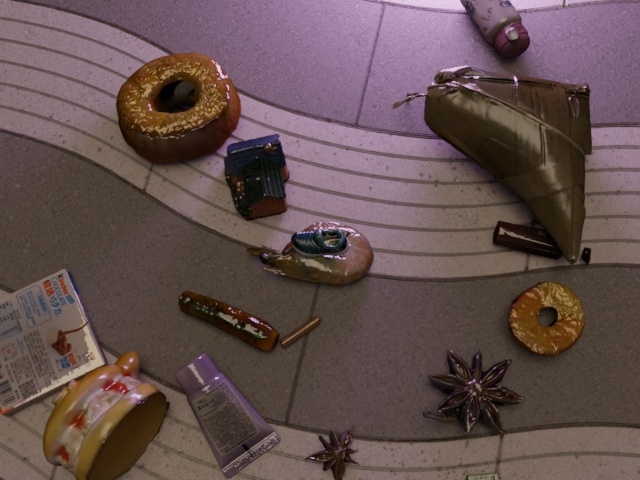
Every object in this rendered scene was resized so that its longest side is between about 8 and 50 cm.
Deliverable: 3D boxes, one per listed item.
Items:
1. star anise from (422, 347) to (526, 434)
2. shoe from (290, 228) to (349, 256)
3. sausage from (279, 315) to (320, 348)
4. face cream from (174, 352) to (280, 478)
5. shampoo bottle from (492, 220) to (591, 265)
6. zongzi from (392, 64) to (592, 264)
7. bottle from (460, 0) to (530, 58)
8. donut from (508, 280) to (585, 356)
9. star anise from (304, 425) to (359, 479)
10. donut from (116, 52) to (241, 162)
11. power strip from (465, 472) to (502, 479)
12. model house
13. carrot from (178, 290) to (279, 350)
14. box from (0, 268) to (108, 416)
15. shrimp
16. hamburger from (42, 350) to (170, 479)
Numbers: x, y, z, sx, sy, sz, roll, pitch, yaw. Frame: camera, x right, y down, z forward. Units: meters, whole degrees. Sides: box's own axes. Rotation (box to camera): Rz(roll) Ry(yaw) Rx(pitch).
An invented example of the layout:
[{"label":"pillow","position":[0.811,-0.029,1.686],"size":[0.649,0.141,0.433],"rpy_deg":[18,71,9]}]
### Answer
[{"label":"star anise","position":[0.344,0.359,1.783],"size":[0.262,0.081,0.230],"rpy_deg":[-26,73,-19]},{"label":"shoe","position":[0.000,0.000,1.847],"size":[0.143,0.071,0.064],"rpy_deg":[3,59,-2]},{"label":"sausage","position":[-0.048,0.221,1.864],"size":[0.116,0.026,0.026],"rpy_deg":[-33,74,-10]},{"label":"face cream","position":[-0.228,0.397,1.783],"size":[0.154,0.096,0.274],"rpy_deg":[-33,87,-13]},{"label":"shampoo bottle","position":[0.552,0.008,1.907],"size":[0.236,0.067,0.068],"rpy_deg":[13,65,5]},{"label":"zongzi","position":[0.414,-0.203,1.885],"size":[0.500,0.218,0.467],"rpy_deg":[10,66,2]},{"label":"bottle","position":[0.483,-0.602,2.091],"size":[0.110,0.110,0.233],"rpy_deg":[-26,73,-8]},{"label":"donut","position":[0.537,0.193,1.843],"size":[0.174,0.074,0.190],"rpy_deg":[35,71,13]},{"label":"star anise","position":[0.042,0.480,1.763],"size":[0.124,0.056,0.129],"rpy_deg":[40,70,-13]},{"label":"donut","position":[-0.368,-0.346,1.996],"size":[0.299,0.150,0.317],"rpy_deg":[34,75,8]},{"label":"power strip","position":[0.374,0.547,1.754],"size":[0.083,0.017,0.027],"rpy_deg":[-6,73,0]},{"label":"model house","position":[-0.157,-0.168,1.920],"size":[0.166,0.172,0.183],"rpy_deg":[-12,72,-5]},{"label":"carrot","position":[-0.224,0.193,1.856],"size":[0.260,0.070,0.070],"rpy_deg":[22,73,9]},{"label":"box","position":[-0.685,0.243,1.853],"size":[0.265,0.048,0.273],"rpy_deg":[-25,72,-8]},{"label":"shrimp","position":[-0.024,0.024,1.912],"size":[0.317,0.077,0.168],"rpy_deg":[9,62,-1]},{"label":"hamburger","position":[-0.476,0.385,1.703],"size":[0.186,0.261,0.302],"rpy_deg":[33,57,15]}]
